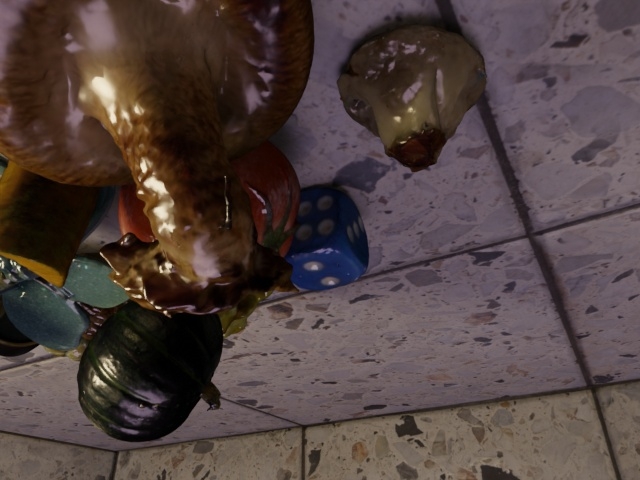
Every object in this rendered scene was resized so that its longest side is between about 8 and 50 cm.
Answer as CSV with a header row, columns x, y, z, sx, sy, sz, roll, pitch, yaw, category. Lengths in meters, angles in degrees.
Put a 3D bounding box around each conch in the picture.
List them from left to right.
x,y,z,sx,sy,sz,roll,pitch,yaw,category
-0.692,0.263,1.362,0.116,0.106,0.173,-20,133,-4,conch

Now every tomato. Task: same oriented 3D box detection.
x,y,z,sx,sy,sz,roll,pitch,yaw,category
-0.162,-0.045,0.729,0.265,0.264,0.265,-1,148,0,tomato

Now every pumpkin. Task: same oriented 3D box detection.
x,y,z,sx,sy,sz,roll,pitch,yaw,category
-0.245,0.198,0.787,0.216,0.250,0.250,34,142,-2,pumpkin

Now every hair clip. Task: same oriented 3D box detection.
x,y,z,sx,sy,sz,roll,pitch,yaw,category
-0.460,-0.021,0.776,0.318,0.238,0.392,-22,143,28,hair clip

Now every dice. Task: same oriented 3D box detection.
x,y,z,sx,sy,sz,roll,pitch,yaw,category
0.000,0.000,0.910,0.143,0.146,0.146,-16,145,20,dice

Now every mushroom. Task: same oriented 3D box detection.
x,y,z,sx,sy,sz,roll,pitch,yaw,category
-0.171,-0.145,0.466,0.331,0.356,0.334,4,141,-6,mushroom

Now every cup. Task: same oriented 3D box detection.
x,y,z,sx,sy,sz,roll,pitch,yaw,category
-0.680,0.199,1.199,0.239,0.166,0.177,21,146,-29,cup

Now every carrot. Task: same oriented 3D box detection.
x,y,z,sx,sy,sz,roll,pitch,yaw,category
-0.314,-0.088,0.610,0.114,0.301,0.114,2,146,1,carrot

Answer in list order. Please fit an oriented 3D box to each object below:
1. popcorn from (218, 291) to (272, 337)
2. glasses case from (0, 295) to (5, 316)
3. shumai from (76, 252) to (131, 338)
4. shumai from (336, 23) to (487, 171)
x,y,z,sx,sy,sz,roll,pitch,yaw,category
-0.243,0.093,0.982,0.250,0.235,0.241,5,127,-48,popcorn
-0.655,0.116,0.885,0.098,0.425,0.156,-46,109,2,glasses case
-0.479,0.113,1.106,0.218,0.183,0.185,1,-175,-26,shumai
0.121,-0.172,0.662,0.201,0.120,0.201,0,151,0,shumai
